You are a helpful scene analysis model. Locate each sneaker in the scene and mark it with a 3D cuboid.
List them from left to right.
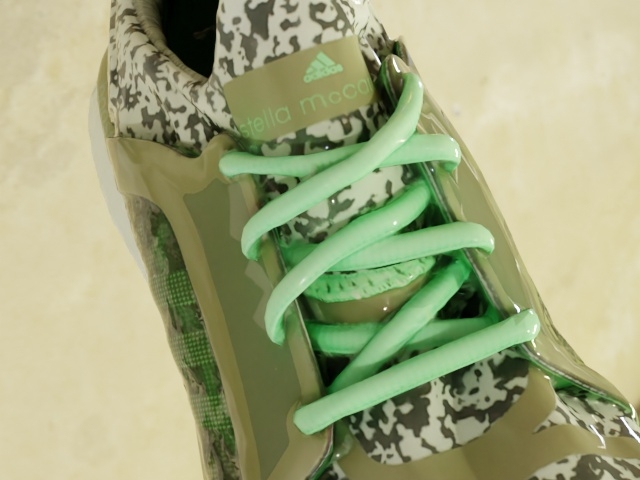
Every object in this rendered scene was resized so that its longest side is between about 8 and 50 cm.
[{"bbox_3d":[0.000,0.000,0.509,0.410,0.158,0.182,57,-13,40],"label":"sneaker"}]
